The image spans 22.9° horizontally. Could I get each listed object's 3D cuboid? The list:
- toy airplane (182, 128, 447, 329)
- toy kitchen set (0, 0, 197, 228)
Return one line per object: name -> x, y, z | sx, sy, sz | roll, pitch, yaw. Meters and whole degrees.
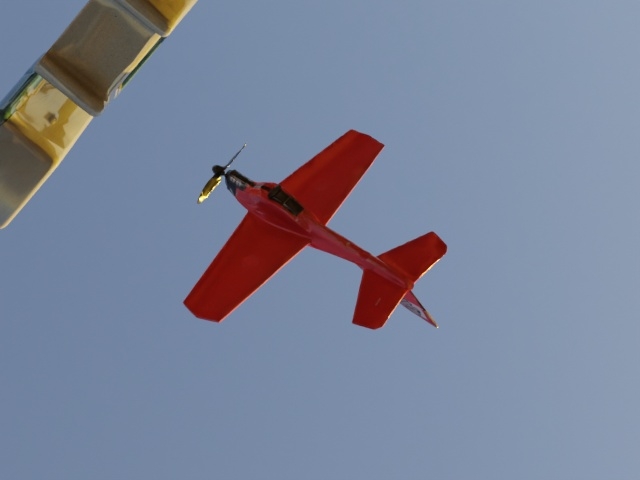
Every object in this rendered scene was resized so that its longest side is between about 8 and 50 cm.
toy airplane -> 0.000, 0.000, 0.833 | 0.151, 0.028, 0.151 | 1, -122, -1
toy kitchen set -> -0.155, -0.148, 0.827 | 0.166, 0.207, 0.122 | 40, -160, -11
